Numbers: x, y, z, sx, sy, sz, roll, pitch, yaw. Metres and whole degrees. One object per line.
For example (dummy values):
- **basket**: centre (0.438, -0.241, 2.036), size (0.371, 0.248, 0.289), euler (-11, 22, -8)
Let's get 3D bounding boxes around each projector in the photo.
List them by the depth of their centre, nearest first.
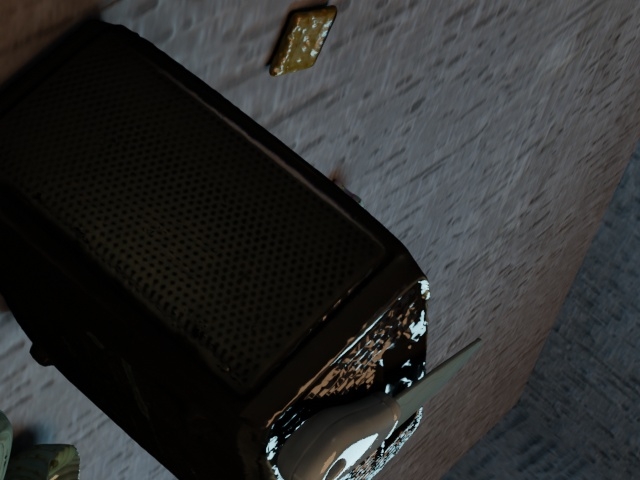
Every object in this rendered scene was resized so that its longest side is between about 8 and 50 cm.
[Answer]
- **projector**: centre (-0.116, 0.061, 1.372), size (0.242, 0.405, 0.395), euler (-44, 159, -20)

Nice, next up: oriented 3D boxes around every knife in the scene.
- **knife**: centre (0.060, 0.149, 1.264), size (0.331, 0.044, 0.080), euler (-18, 140, -60)

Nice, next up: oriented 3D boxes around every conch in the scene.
- **conch**: centre (-0.344, 0.301, 1.756), size (0.153, 0.102, 0.135), euler (-91, -158, -87)

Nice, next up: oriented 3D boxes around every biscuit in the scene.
- **biscuit**: centre (-0.020, -0.224, 1.652), size (0.081, 0.018, 0.083), euler (-25, 147, -50)

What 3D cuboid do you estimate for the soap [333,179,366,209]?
- **soap**: centre (0.000, 0.000, 2.032), size (0.149, 0.056, 0.100), euler (-49, 158, -7)

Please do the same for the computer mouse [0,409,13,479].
- **computer mouse**: centre (-0.432, 0.269, 1.515), size (0.288, 0.097, 0.159), euler (-41, 152, -59)
